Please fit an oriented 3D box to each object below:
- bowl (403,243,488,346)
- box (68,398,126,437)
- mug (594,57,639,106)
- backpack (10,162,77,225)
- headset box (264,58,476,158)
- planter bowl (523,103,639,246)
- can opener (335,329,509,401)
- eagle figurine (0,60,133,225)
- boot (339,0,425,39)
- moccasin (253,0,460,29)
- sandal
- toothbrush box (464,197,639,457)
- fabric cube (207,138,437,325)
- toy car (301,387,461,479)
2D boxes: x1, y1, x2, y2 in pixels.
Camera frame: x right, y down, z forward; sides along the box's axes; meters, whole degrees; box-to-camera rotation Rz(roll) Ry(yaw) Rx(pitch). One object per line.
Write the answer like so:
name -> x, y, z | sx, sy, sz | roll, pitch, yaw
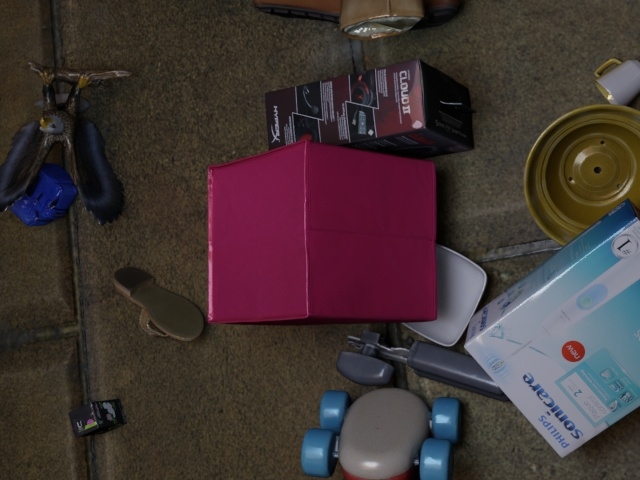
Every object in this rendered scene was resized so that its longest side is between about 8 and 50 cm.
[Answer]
bowl -> 0.191, 0.082, 1.516 | 0.142, 0.053, 0.142 | 29, 100, 27
box -> -0.419, 0.334, 1.797 | 0.062, 0.083, 0.052 | -27, 74, 23
mug -> 0.444, -0.239, 1.409 | 0.064, 0.062, 0.078 | -40, 75, 11
backpack -> -0.553, -0.083, 1.898 | 0.101, 0.098, 0.120 | 42, 104, 21
headset box -> 0.093, -0.189, 1.498 | 0.293, 0.218, 0.110 | -8, 83, 27
planter bowl -> 0.404, -0.095, 1.382 | 0.217, 0.090, 0.217 | 3, 106, 12
can opener -> 0.160, 0.211, 1.502 | 0.283, 0.076, 0.095 | 14, 72, 28
eagle figurine -> -0.495, -0.182, 1.805 | 0.226, 0.225, 0.298 | 4, 91, 33
boot -> 0.143, -0.451, 1.453 | 0.236, 0.089, 0.269 | -8, 71, 27
moccasin -> 0.059, -0.431, 1.595 | 0.380, 0.139, 0.147 | 18, 103, 37
sandal -> -0.299, 0.140, 1.771 | 0.240, 0.088, 0.079 | 34, 133, 33
toothbrush box -> 0.382, 0.122, 1.333 | 0.295, 0.126, 0.216 | -39, 93, 20
fabric cube -> 0.000, 0.000, 1.467 | 0.254, 0.258, 0.259 | -7, 81, 51
toy car -> 0.104, 0.375, 1.492 | 0.219, 0.210, 0.238 | 2, 115, 15
